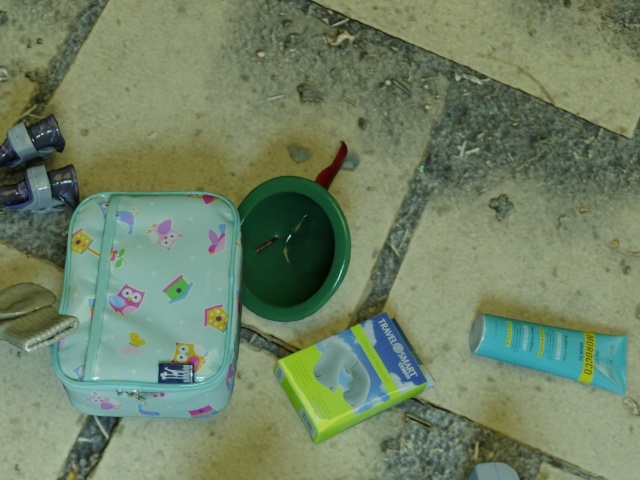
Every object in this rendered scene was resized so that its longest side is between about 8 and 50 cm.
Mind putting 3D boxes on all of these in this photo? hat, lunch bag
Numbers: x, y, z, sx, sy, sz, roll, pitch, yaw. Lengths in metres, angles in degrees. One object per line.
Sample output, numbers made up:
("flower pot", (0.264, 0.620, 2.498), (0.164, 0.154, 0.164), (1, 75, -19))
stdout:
("hat", (0.000, 0.000, 2.163), (0.173, 0.183, 0.208), (37, 105, 21))
("lunch bag", (-0.205, 0.076, 2.019), (0.224, 0.108, 0.279), (2, 61, 2))

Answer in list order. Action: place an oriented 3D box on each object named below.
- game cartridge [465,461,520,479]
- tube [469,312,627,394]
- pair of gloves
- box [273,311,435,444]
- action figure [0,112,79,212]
("game cartridge", (0.200, 0.410, 1.897), (0.062, 0.198, 0.297), (1, 64, -12))
("tube", (0.292, 0.139, 2.148), (0.207, 0.052, 0.080), (13, 71, -13))
("pair of gloves", (-0.409, 0.107, 1.932), (0.240, 0.204, 0.042), (-21, 108, -20))
("box", (0.046, 0.163, 2.080), (0.178, 0.042, 0.109), (-24, 71, -21))
("action figure", (-0.442, -0.059, 2.063), (0.285, 0.099, 0.185), (-15, 74, -15))
